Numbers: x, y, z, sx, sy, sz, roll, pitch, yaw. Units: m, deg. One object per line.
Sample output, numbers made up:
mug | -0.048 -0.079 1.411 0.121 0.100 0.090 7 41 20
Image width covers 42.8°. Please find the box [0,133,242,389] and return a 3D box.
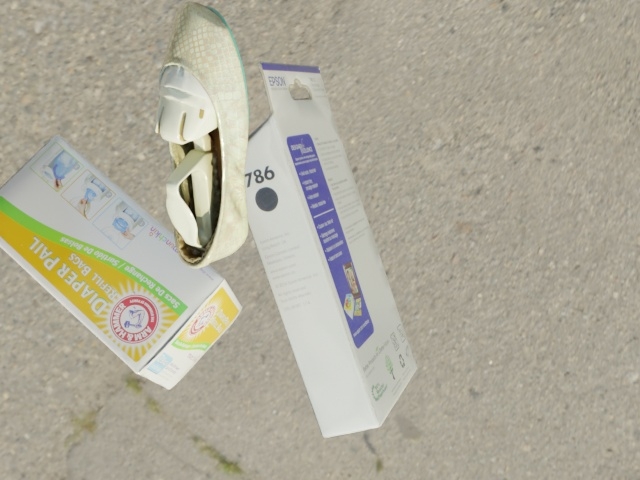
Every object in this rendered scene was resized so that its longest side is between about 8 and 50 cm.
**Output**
box | -0.180 0.022 0.716 0.203 0.103 0.114 40 169 12

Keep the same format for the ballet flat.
ballet flat | -0.073 -0.056 0.495 0.057 0.052 0.168 16 127 30

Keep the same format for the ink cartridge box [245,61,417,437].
ink cartridge box | 0.000 0.000 0.775 0.065 0.165 0.333 -16 94 21
